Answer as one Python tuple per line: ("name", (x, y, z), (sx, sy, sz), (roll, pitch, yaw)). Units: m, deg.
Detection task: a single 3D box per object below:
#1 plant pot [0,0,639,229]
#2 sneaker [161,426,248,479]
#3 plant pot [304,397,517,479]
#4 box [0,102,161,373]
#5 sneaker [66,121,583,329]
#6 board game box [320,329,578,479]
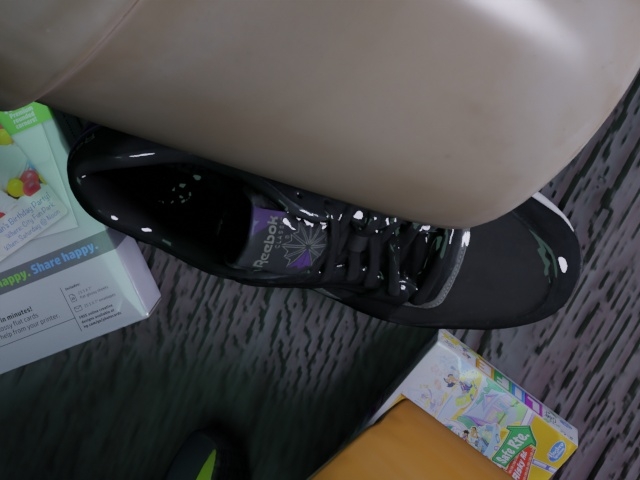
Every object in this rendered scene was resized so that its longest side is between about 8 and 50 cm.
("plant pot", (-0.002, -0.151, 0.787), (0.280, 0.323, 0.323), (33, 109, -21))
("sneaker", (-0.156, 0.223, 1.010), (0.121, 0.111, 0.300), (40, 100, 12))
("plant pot", (0.060, 0.196, 0.907), (0.205, 0.205, 0.188), (-44, 82, 18))
("box", (-0.196, -0.018, 0.972), (0.145, 0.038, 0.186), (-21, 103, 13))
("sneaker", (0.000, 0.000, 0.906), (0.283, 0.124, 0.107), (16, 109, 2))
("board game box", (0.063, 0.140, 0.994), (0.103, 0.026, 0.154), (37, 108, -5))
